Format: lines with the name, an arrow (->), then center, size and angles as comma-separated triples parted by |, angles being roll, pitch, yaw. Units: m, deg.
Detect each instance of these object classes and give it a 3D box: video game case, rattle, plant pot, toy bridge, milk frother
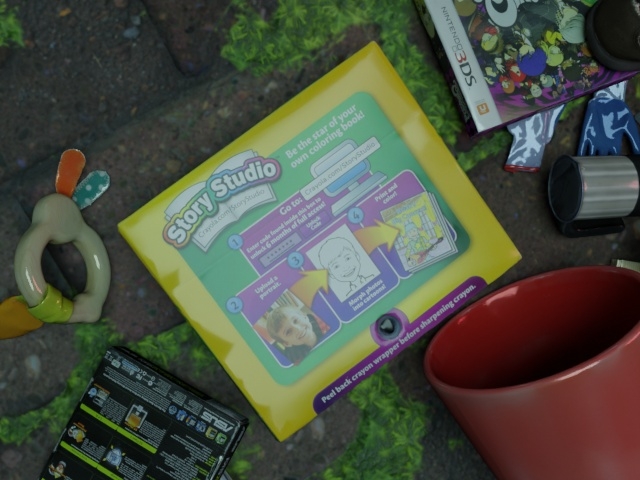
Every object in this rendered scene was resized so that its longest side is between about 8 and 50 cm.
video game case -> 0.255, -0.264, 1.028 | 0.232, 0.042, 0.210 | -20, 86, -7
rattle -> -0.325, 0.007, 0.978 | 0.130, 0.142, 0.200 | 1, 75, -39
plant pot -> 0.291, 0.197, 0.970 | 0.275, 0.275, 0.243 | -27, 106, -6
toy bridge -> 0.372, 0.117, 1.080 | 0.063, 0.026, 0.188 | 10, 91, -6
milk frother -> 0.365, -0.032, 1.004 | 0.134, 0.143, 0.129 | -4, 123, -12

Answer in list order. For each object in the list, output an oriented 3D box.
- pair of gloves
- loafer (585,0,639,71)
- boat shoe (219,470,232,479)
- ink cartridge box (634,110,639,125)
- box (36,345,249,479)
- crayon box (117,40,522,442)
pair of gloves -> 0.324, -0.155, 1.067 | 0.198, 0.023, 0.159 | 8, 93, -7
loafer -> 0.499, -0.277, 0.940 | 0.365, 0.130, 0.134 | -16, 87, 4
boat shoe -> -0.088, 0.364, 1.007 | 0.075, 0.083, 0.226 | -20, 84, -42
ink cartridge box -> 0.478, -0.139, 1.022 | 0.063, 0.150, 0.109 | -40, 97, -5
box -> -0.208, 0.247, 0.967 | 0.190, 0.045, 0.184 | 26, 90, 13
crayon box -> 0.000, 0.000, 0.985 | 0.363, 0.106, 0.313 | -36, 95, -6
